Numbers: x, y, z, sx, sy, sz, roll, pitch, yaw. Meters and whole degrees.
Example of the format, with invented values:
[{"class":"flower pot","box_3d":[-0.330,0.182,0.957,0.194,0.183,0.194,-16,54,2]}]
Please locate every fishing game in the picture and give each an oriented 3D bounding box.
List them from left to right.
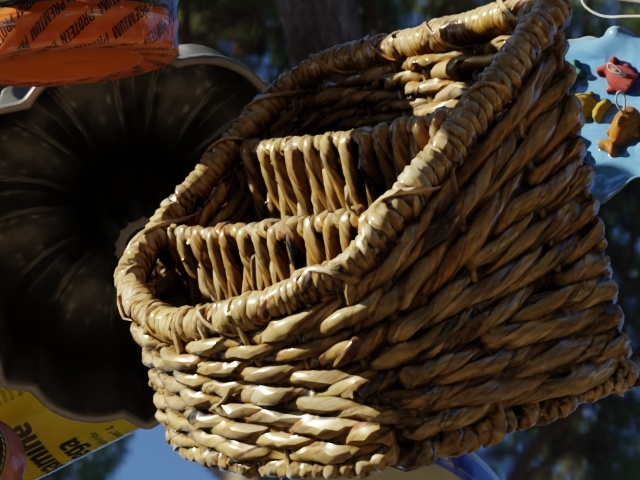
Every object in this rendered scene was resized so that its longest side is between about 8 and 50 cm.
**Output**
[{"class":"fishing game","box_3d":[0.213,-0.105,1.435,0.189,0.264,0.041,23,-16,45]}]

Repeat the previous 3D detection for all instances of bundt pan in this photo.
[{"class":"bundt pan","box_3d":[-0.146,-0.018,1.403,0.330,0.124,0.331,-5,-65,-11]}]

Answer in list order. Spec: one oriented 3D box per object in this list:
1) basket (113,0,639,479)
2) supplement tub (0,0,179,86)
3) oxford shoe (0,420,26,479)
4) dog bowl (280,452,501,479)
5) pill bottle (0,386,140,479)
[{"class":"basket","box_3d":[0.000,0.000,0.983,0.213,0.299,0.223,-16,-83,-28]},{"class":"supplement tub","box_3d":[-0.188,-0.275,1.201,0.193,0.316,0.193,-6,-4,0]},{"class":"oxford shoe","box_3d":[-0.400,0.280,1.465,0.123,0.348,0.130,27,-11,32]},{"class":"dog bowl","box_3d":[0.064,0.315,1.674,0.265,0.104,0.265,1,-83,8]},{"class":"pill bottle","box_3d":[-0.298,0.140,1.675,0.334,0.188,0.188,-26,-50,1]}]
